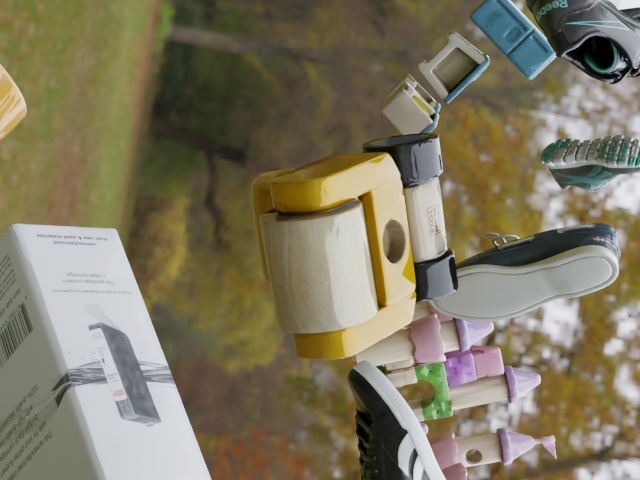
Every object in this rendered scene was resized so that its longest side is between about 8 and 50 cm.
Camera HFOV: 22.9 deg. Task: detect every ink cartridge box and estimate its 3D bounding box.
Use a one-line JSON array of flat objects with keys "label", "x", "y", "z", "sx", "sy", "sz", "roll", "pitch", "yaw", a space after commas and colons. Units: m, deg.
[{"label": "ink cartridge box", "x": -0.223, "y": 0.152, "z": 1.359, "sx": 0.197, "sy": 0.114, "sz": 0.273, "roll": -47, "pitch": -125, "yaw": 37}]

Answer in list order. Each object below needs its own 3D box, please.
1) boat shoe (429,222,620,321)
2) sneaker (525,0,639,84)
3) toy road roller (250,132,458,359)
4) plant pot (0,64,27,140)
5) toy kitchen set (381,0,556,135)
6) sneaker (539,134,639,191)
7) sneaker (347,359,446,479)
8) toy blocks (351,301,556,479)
[{"label": "boat shoe", "x": 0.257, "y": 0.033, "z": 2.018, "sx": 0.095, "sy": 0.254, "sz": 0.079, "roll": 54, "pitch": 31, "yaw": -31}, {"label": "sneaker", "x": 0.338, "y": -0.218, "z": 1.811, "sx": 0.101, "sy": 0.267, "sz": 0.106, "roll": -38, "pitch": -131, "yaw": 38}, {"label": "toy road roller", "x": 0.000, "y": 0.000, "z": 1.865, "sx": 0.329, "sy": 0.240, "sz": 0.203, "roll": -26, "pitch": 111, "yaw": -55}, {"label": "plant pot", "x": -0.510, "y": -0.165, "z": 1.998, "sx": 0.188, "sy": 0.205, "sz": 0.205, "roll": -50, "pitch": 176, "yaw": -19}, {"label": "toy kitchen set", "x": 0.197, "y": -0.209, "z": 2.069, "sx": 0.207, "sy": 0.122, "sz": 0.166, "roll": -44, "pitch": -174, "yaw": 15}, {"label": "sneaker", "x": 0.398, "y": -0.104, "z": 2.243, "sx": 0.065, "sy": 0.166, "sz": 0.076, "roll": -56, "pitch": 134, "yaw": -34}, {"label": "sneaker", "x": 0.054, "y": 0.237, "z": 1.584, "sx": 0.217, "sy": 0.121, "sz": 0.079, "roll": 61, "pitch": -12, "yaw": -17}, {"label": "toy blocks", "x": 0.184, "y": 0.198, "z": 2.249, "sx": 0.309, "sy": 0.260, "sz": 0.289, "roll": -105, "pitch": -176, "yaw": -76}]
